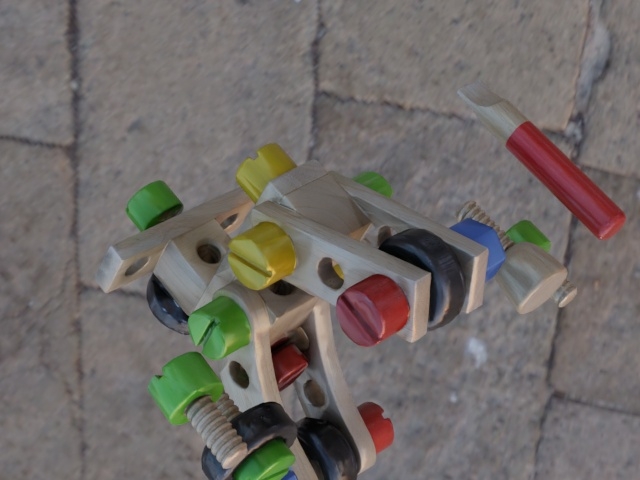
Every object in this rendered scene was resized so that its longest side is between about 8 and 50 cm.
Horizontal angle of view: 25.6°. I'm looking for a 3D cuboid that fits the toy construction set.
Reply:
[{"bbox_3d":[0.000,0.000,0.899,0.237,0.309,0.257,49,165,22],"label":"toy construction set"}]
